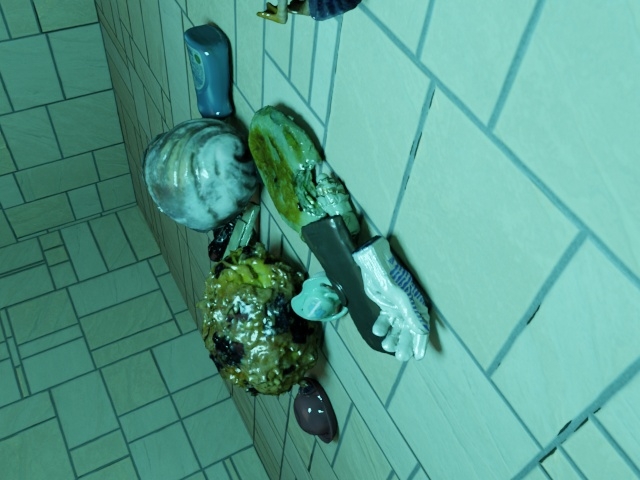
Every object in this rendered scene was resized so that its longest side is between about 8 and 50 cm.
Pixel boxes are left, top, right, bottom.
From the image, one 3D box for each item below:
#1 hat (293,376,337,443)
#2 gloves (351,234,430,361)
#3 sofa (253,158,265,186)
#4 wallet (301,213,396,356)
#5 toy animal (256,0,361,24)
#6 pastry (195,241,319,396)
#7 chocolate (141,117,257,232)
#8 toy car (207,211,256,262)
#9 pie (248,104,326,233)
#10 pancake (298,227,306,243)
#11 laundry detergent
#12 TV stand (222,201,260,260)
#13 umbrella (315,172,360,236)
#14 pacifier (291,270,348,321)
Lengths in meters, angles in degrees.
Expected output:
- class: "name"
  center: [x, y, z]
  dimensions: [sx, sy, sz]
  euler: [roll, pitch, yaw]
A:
- class: "hat"
  center: [-0.028, 0.504, 1.807]
  dimensions: [0.205, 0.089, 0.205]
  euler: [50, 150, 42]
- class: "gloves"
  center: [0.128, 0.100, 1.069]
  dimensions: [0.119, 0.097, 0.229]
  euler: [145, 108, -73]
- class: "sofa"
  center: [-0.139, -0.196, 1.515]
  dimensions: [0.060, 0.039, 0.117]
  euler: [39, 144, 54]
- class: "wallet"
  center: [0.068, 0.093, 1.210]
  dimensions: [0.309, 0.042, 0.165]
  euler: [60, 156, -9]
- class: "toy animal"
  center: [-0.050, -0.440, 0.972]
  dimensions: [0.298, 0.122, 0.185]
  euler: [46, 149, 42]
- class: "pastry"
  center: [-0.156, 0.229, 1.606]
  dimensions: [0.337, 0.292, 0.405]
  euler: [38, 134, 35]
- class: "chocolate"
  center: [-0.277, -0.196, 1.573]
  dimensions: [0.213, 0.303, 0.303]
  euler: [-29, 81, 48]
- class: "toy car"
  center: [-0.243, 0.035, 1.864]
  dimensions: [0.193, 0.118, 0.301]
  euler: [-56, 51, 41]
- class: "pie"
  center: [-0.075, -0.156, 1.355]
  dimensions: [0.302, 0.067, 0.302]
  euler: [53, 156, 36]
- class: "pancake"
  center: [0.001, 0.000, 1.322]
  dimensions: [0.108, 0.017, 0.108]
  euler: [22, 155, 11]
- class: "laundry detergent"
  center: [-0.280, -0.405, 1.607]
  dimensions: [0.143, 0.094, 0.289]
  euler: [46, 153, 33]
- class: "TV stand"
  center: [-0.232, 0.009, 1.742]
  dimensions: [0.036, 0.042, 0.249]
  euler: [30, 102, 40]
- class: "umbrella"
  center: [0.032, -0.070, 1.203]
  dimensions: [0.143, 0.062, 0.067]
  euler: [62, -172, 15]
- class: "pacifier"
  center: [0.006, 0.120, 1.406]
  dimensions: [0.116, 0.127, 0.150]
  euler: [-81, 12, -49]
